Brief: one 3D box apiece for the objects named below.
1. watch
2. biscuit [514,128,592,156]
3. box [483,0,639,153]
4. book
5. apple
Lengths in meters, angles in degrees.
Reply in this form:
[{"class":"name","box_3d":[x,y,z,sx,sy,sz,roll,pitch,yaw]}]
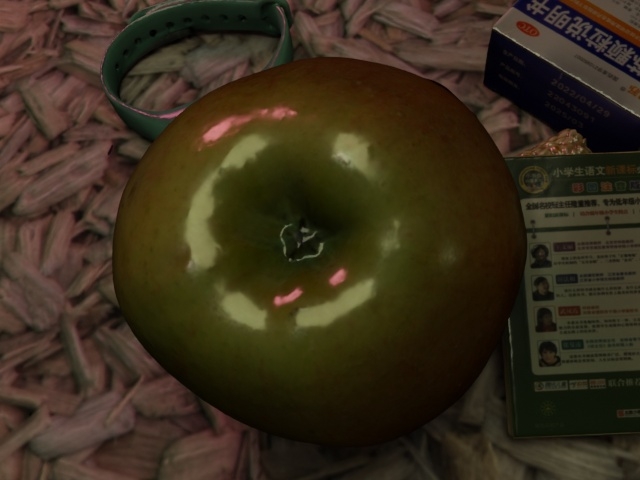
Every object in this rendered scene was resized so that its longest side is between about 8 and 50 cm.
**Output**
[{"class":"watch","box_3d":[-0.135,-0.203,0.958,0.237,0.068,0.195,-23,62,-2]},{"class":"biscuit","box_3d":[0.208,-0.046,0.845,0.168,0.082,0.070,-33,59,-5]},{"class":"box","box_3d":[0.354,-0.247,0.912,0.200,0.106,0.299,38,75,20]},{"class":"book","box_3d":[0.269,0.047,0.773,0.202,0.027,0.264,-2,82,0]},{"class":"apple","box_3d":[0.000,0.000,0.692,0.338,0.305,0.339,-3,81,21]}]
